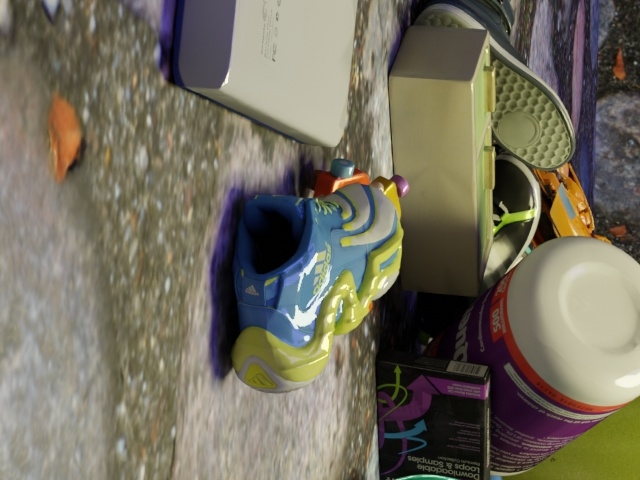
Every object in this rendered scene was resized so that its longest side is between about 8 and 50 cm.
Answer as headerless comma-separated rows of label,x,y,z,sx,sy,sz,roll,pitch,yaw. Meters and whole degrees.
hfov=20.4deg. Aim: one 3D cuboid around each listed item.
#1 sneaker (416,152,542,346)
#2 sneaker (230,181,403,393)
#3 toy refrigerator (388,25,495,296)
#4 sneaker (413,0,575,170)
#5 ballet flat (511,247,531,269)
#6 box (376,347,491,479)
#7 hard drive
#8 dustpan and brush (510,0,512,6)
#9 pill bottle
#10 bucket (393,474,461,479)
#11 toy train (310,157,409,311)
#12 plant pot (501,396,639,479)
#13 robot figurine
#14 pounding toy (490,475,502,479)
sneaker,0.174,0.016,1.991,0.097,0.084,0.234,-11,124,-64
sneaker,0.000,0.000,1.313,0.240,0.091,0.126,-63,153,-50
toy refrigerator,0.132,-0.079,1.840,0.102,0.094,0.269,-68,158,-50
sneaker,0.198,-0.191,1.909,0.226,0.086,0.163,47,27,-14
ballet flat,0.221,0.074,2.258,0.400,0.139,0.139,40,56,-69
box,0.117,0.191,1.828,0.029,0.116,0.162,-58,150,-52
hard drive,-0.028,-0.187,1.244,0.319,0.040,0.210,15,81,-76
dustpan and brush,0.195,-0.272,2.147,0.147,0.060,0.211,31,58,-74
pill bottle,0.217,0.137,1.890,0.323,0.181,0.181,-48,-156,54
bucket,0.111,0.365,1.727,0.281,0.183,0.281,4,90,-77
toy train,0.015,-0.004,1.500,0.125,0.046,0.166,-22,131,-45
plant pot,0.319,0.270,2.311,0.275,0.294,0.274,3,90,-78
robot figurine,0.294,-0.075,2.328,0.291,0.085,0.211,63,16,-7
pounding toy,0.175,0.333,2.174,0.206,0.094,0.181,-49,142,-67
